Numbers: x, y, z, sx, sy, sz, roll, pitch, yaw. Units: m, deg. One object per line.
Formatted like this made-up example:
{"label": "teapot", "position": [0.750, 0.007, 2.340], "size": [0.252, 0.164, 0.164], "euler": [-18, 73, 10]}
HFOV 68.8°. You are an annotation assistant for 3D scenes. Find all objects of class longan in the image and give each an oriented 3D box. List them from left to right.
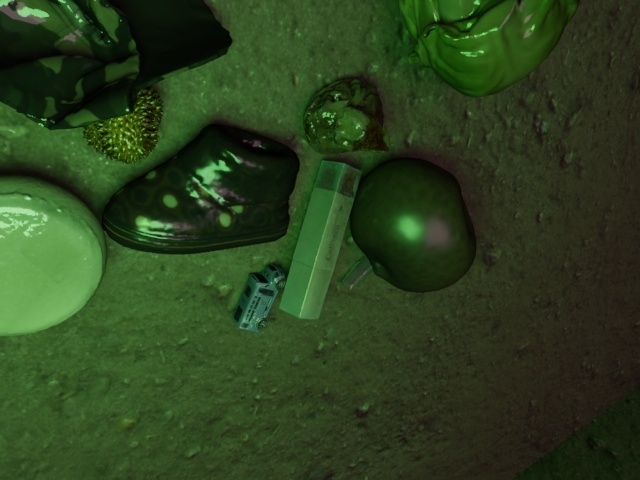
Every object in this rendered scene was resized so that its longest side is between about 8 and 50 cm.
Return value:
{"label": "longan", "position": [0.230, -0.033, 1.147], "size": [0.289, 0.288, 0.349], "euler": [-31, 100, -15]}

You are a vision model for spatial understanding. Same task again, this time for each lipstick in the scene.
{"label": "lipstick", "position": [0.000, 0.000, 1.111], "size": [0.076, 0.080, 0.371], "euler": [15, 91, -48]}

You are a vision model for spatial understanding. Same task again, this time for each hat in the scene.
{"label": "hat", "position": [-0.355, -0.342, 0.748], "size": [0.258, 0.382, 0.366], "euler": [-26, 96, 28]}

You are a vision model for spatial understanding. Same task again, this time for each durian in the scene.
{"label": "durian", "position": [-0.348, -0.210, 0.826], "size": [0.137, 0.158, 0.167], "euler": [3, 84, -46]}

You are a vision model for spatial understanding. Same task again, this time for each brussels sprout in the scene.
{"label": "brussels sprout", "position": [0.370, -0.529, 1.000], "size": [0.361, 0.343, 0.425], "euler": [8, 112, -60]}

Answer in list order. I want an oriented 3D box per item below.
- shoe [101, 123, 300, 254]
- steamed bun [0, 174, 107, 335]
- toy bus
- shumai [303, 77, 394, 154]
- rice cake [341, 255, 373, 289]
{"label": "shoe", "position": [-0.224, -0.110, 0.926], "size": [0.384, 0.171, 0.237], "euler": [-5, 119, -29]}
{"label": "steamed bun", "position": [-0.525, 0.015, 0.808], "size": [0.283, 0.177, 0.282], "euler": [-14, 121, -25]}
{"label": "toy bus", "position": [-0.150, 0.136, 1.135], "size": [0.076, 0.073, 0.167], "euler": [18, 101, -33]}
{"label": "shumai", "position": [0.079, -0.263, 1.032], "size": [0.206, 0.176, 0.166], "euler": [-34, 123, -17]}
{"label": "rice cake", "position": [0.141, 0.060, 1.284], "size": [0.207, 0.047, 0.036], "euler": [-41, 129, -9]}
